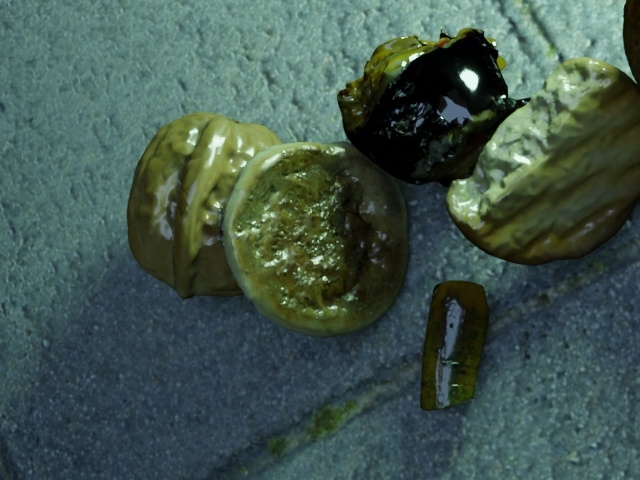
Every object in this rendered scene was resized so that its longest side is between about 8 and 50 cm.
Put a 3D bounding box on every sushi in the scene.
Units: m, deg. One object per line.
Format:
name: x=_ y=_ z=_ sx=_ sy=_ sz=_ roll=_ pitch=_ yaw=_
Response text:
sushi: x=0.142 y=-0.179 z=1.631 sx=0.213 sy=0.200 sz=0.204 roll=-44 pitch=68 yaw=32

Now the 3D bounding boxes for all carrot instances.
carrot: x=0.173 y=0.138 z=1.639 sx=0.082 sy=0.082 sz=0.173 roll=4 pitch=86 yaw=22

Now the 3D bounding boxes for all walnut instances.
walnut: x=-0.147 y=-0.043 z=1.704 sx=0.225 sy=0.257 sz=0.257 roll=15 pitch=89 yaw=4

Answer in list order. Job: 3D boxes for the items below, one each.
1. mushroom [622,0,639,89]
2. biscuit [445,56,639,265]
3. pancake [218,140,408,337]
mushroom: x=0.517 y=-0.233 z=1.437 sx=0.331 sy=0.334 sz=0.356 roll=-13 pitch=68 yaw=18
biscuit: x=0.296 y=-0.082 z=1.563 sx=0.274 sy=0.213 sz=0.091 roll=-45 pitch=33 yaw=6
pancake: x=-0.001 y=-0.001 z=1.647 sx=0.049 sy=0.282 sz=0.282 roll=0 pitch=81 yaw=62
